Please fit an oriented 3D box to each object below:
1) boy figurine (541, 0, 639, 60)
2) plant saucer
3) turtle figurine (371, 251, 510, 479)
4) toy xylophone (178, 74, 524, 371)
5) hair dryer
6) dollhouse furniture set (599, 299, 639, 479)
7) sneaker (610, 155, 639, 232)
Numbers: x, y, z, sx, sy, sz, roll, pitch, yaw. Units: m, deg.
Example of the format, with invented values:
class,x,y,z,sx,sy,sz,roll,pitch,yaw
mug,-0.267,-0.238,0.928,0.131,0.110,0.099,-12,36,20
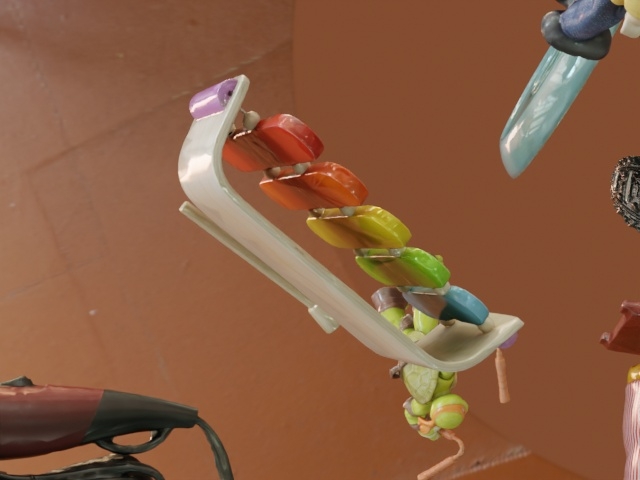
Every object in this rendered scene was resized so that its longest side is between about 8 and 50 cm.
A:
class,x,y,z,sx,sy,sz,roll,pitch,yaw
boy figurine,0.310,-0.281,1.035,0.092,0.285,0.177,16,65,-18
plant saucer,0.315,-0.226,1.459,0.044,0.317,0.317,31,108,2
turtle figurine,0.116,0.136,1.261,0.087,0.217,0.269,-3,140,-16
toy xylophone,0.000,0.000,0.925,0.323,0.236,0.081,42,77,-23
hair dryer,-0.195,0.085,0.523,0.293,0.224,0.080,58,150,-9
dollhouse furniture set,0.294,0.116,0.785,0.152,0.374,0.201,7,69,7
sneaker,0.495,-0.046,1.448,0.272,0.108,0.100,21,109,43
